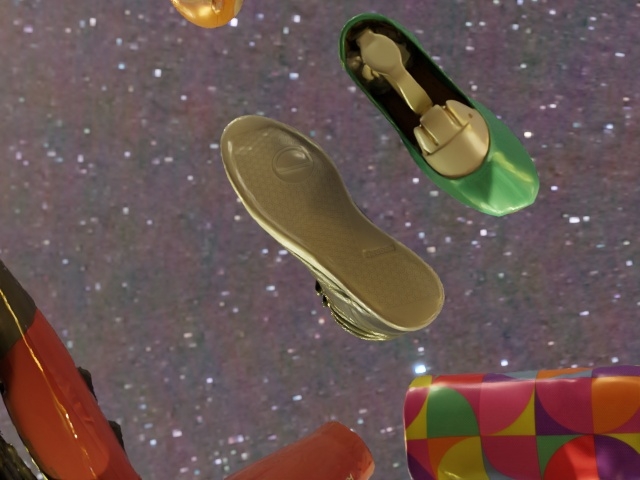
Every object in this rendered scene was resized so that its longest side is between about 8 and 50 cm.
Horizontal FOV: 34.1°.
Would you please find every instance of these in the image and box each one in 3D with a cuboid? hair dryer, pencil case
[{"bbox_3d":[-0.086,0.114,0.447,0.080,0.294,0.223,7,-92,48],"label":"hair dryer"},{"bbox_3d":[0.178,0.146,0.784,0.236,0.104,0.104,-9,-94,25],"label":"pencil case"}]

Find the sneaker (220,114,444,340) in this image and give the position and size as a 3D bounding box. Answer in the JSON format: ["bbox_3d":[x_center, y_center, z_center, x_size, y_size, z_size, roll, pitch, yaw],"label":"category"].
[{"bbox_3d":[0.000,0.000,1.103,0.296,0.104,0.147,45,-18,12],"label":"sneaker"}]

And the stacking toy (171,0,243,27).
[{"bbox_3d":[-0.070,-0.211,0.444,0.302,0.166,0.175,79,-6,-50],"label":"stacking toy"}]

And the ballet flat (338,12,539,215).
[{"bbox_3d":[0.094,-0.117,0.943,0.083,0.087,0.247,-46,-114,14],"label":"ballet flat"}]
